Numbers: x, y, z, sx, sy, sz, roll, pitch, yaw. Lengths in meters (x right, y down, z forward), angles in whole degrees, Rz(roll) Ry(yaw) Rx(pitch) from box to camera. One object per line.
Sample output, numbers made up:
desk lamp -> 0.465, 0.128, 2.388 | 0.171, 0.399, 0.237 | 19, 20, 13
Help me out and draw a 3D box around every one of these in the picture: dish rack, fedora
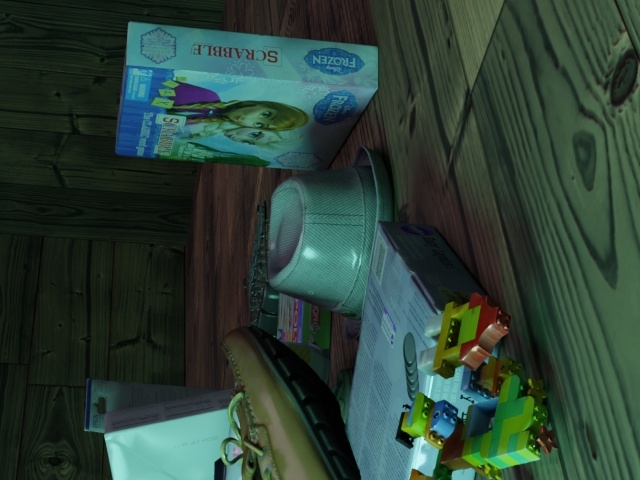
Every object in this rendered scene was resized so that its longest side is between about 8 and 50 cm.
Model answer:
dish rack -> -0.085, 0.074, 2.048 | 0.271, 0.074, 0.208 | -96, 16, -49
fedora -> 0.000, 0.000, 1.482 | 0.275, 0.124, 0.244 | 154, 120, -77

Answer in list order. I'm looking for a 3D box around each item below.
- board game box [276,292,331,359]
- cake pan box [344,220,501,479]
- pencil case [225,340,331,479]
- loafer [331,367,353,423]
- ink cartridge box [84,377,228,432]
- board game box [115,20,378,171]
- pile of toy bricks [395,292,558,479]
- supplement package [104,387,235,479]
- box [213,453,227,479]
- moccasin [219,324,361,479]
board game box -> -0.024, 0.088, 1.785 | 0.213, 0.046, 0.317 | 153, 120, -78
cake pan box -> 0.087, 0.133, 1.137 | 0.267, 0.070, 0.246 | -118, 36, -70
pencil case -> -0.054, 0.259, 1.466 | 0.113, 0.124, 0.273 | 38, -132, -53
loafer -> 0.023, 0.220, 1.502 | 0.045, 0.039, 0.125 | 116, 156, -67
ink cartridge box -> -0.234, 0.312, 2.027 | 0.165, 0.332, 0.065 | -106, 26, -63
board game box -> -0.112, -0.185, 1.628 | 0.319, 0.318, 0.066 | 125, 147, -70
pile of toy bricks -> 0.129, 0.147, 0.883 | 0.105, 0.118, 0.212 | -27, 37, 45
supplement package -> -0.191, 0.356, 1.876 | 0.145, 0.261, 0.204 | -153, 53, -79
box -> -0.061, 0.366, 1.573 | 0.093, 0.156, 0.158 | 127, 145, -69
moccasin -> -0.034, 0.243, 1.312 | 0.147, 0.139, 0.380 | -40, 51, 11
